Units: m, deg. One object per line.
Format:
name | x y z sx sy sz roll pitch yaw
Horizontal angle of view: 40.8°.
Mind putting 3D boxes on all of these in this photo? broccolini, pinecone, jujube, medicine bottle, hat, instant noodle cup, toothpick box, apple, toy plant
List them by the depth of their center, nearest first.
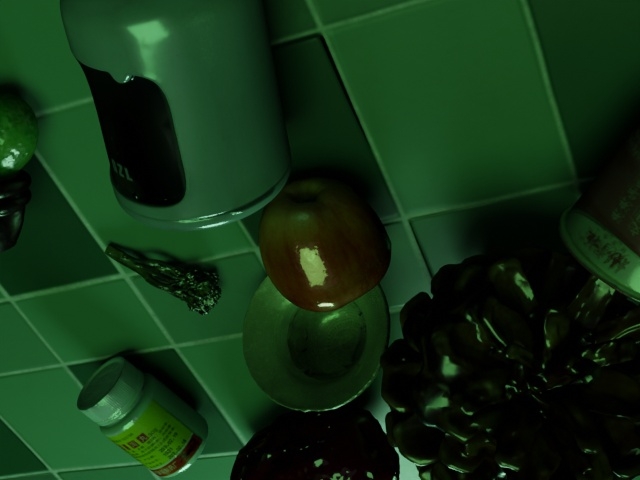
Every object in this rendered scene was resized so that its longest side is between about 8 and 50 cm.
toothpick box | -0.163 -0.219 1.040 0.263 0.263 0.354 1 130 12
instant noodle cup | 0.440 -0.042 1.066 0.235 0.234 0.178 20 122 -5
pinecone | 0.292 0.187 1.154 0.398 0.397 0.397 6 132 7
apple | 0.000 0.000 1.230 0.199 0.199 0.199 6 132 7
toy plant | -0.509 -0.101 1.262 0.218 0.175 0.235 4 106 17
hat | 0.018 0.151 1.363 0.257 0.257 0.130 -17 157 25
broccolini | -0.262 0.066 1.412 0.203 0.068 0.091 15 151 0
jujube | -0.018 0.437 1.580 0.258 0.258 0.376 34 123 -17
medicine bottle | -0.329 0.330 1.607 0.139 0.139 0.225 -26 120 31
